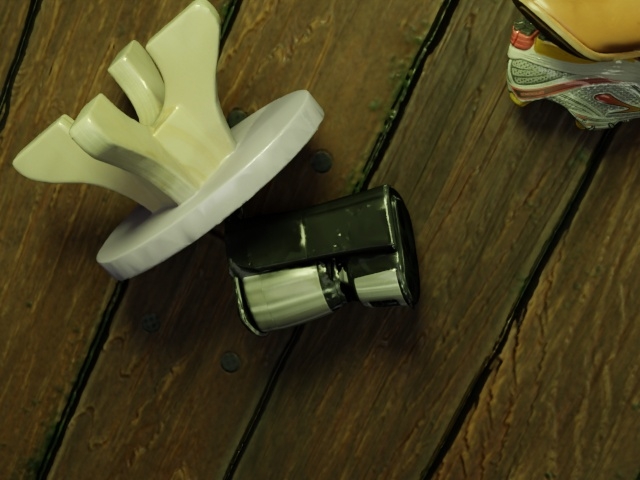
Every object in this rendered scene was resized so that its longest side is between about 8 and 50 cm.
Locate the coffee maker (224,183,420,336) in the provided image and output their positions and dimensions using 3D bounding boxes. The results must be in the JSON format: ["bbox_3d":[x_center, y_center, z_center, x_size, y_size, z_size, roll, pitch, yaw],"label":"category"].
[{"bbox_3d":[0.000,0.000,1.118,0.178,0.120,0.171,-14,99,13],"label":"coffee maker"}]

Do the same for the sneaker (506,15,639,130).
[{"bbox_3d":[0.288,-0.150,1.060,0.225,0.088,0.093,15,125,7],"label":"sneaker"}]

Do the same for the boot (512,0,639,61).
[{"bbox_3d":[0.279,-0.218,0.958,0.197,0.073,0.152,26,102,-10],"label":"boot"}]

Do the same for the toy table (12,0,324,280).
[{"bbox_3d":[-0.154,-0.100,1.080,0.274,0.252,0.161,-40,109,6],"label":"toy table"}]
